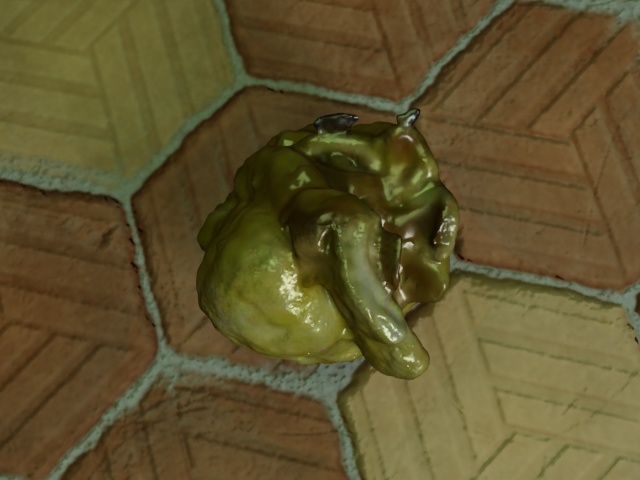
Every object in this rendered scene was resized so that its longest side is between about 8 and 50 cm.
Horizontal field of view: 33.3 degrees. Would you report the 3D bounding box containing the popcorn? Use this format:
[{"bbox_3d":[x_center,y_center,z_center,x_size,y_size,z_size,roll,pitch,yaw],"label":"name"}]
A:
[{"bbox_3d":[0.001,0.004,0.802,0.190,0.253,0.191,-3,92,-7],"label":"popcorn"}]
